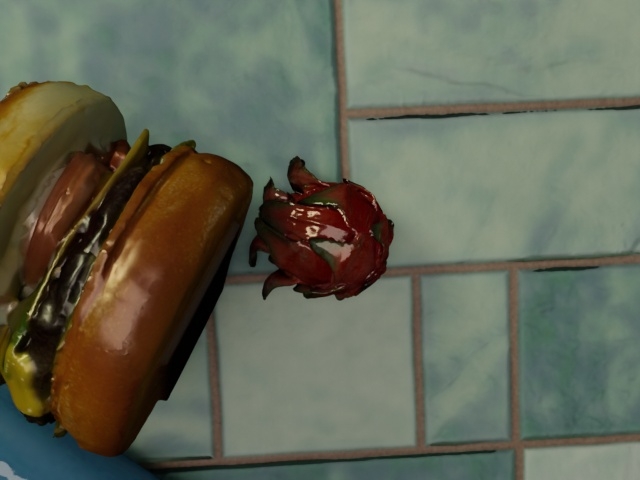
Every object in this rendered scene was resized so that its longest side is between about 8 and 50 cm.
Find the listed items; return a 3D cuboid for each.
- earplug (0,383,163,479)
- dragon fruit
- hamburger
[{"bbox_3d":[-0.263,0.246,0.597,0.273,0.132,0.132,38,93,-1],"label":"earplug"},{"bbox_3d":[0.002,-0.005,0.589,0.142,0.130,0.121,5,128,-3],"label":"dragon fruit"},{"bbox_3d":[-0.198,0.017,0.508,0.225,0.291,0.291,22,94,-3],"label":"hamburger"}]
